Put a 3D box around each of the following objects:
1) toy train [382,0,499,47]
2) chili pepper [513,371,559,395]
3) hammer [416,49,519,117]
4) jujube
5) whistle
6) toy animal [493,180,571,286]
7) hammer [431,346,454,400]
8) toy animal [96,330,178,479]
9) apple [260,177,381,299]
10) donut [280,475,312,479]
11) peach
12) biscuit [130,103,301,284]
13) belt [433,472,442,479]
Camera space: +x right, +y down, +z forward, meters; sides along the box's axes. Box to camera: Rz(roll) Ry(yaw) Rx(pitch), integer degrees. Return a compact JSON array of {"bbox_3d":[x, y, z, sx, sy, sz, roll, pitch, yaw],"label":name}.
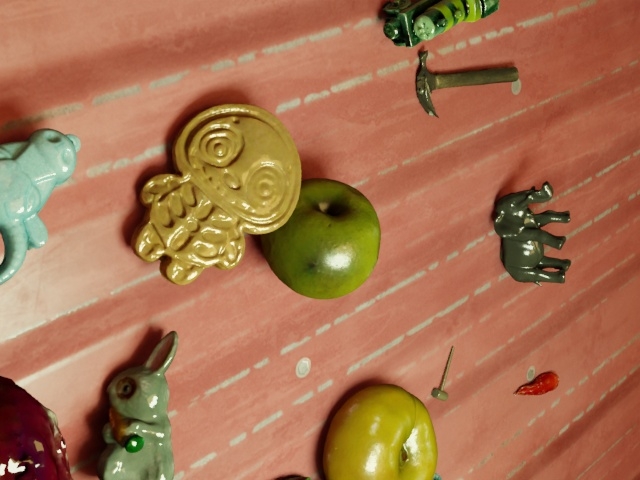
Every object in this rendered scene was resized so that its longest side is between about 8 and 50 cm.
[{"bbox_3d":[0.199,-0.391,1.628,0.200,0.132,0.083,-40,125,-34],"label":"toy train"},{"bbox_3d":[0.500,0.332,2.190,0.178,0.027,0.045,-4,104,-43],"label":"chili pepper"},{"bbox_3d":[0.282,-0.306,1.811,0.297,0.027,0.125,-16,111,-43],"label":"hammer"},{"bbox_3d":[-0.395,0.354,1.131,0.258,0.258,0.376,-27,117,-38],"label":"jujube"},{"bbox_3d":[-0.398,-0.050,1.142,0.274,0.093,0.186,-41,100,-28],"label":"whistle"},{"bbox_3d":[0.429,-0.009,1.948,0.114,0.146,0.245,-36,129,-57],"label":"toy animal"},{"bbox_3d":[0.254,0.268,1.933,0.035,0.019,0.110,26,79,-46],"label":"hammer"},{"bbox_3d":[-0.259,0.250,1.366,0.108,0.138,0.236,2,72,-8],"label":"toy animal"},{"bbox_3d":[0.000,0.000,1.490,0.196,0.196,0.157,-29,139,-37],"label":"apple"},{"bbox_3d":[-0.044,0.516,1.636,0.230,0.096,0.216,18,87,-46],"label":"donut"},{"bbox_3d":[0.110,0.381,1.730,0.251,0.153,0.251,7,82,-55],"label":"peach"},{"bbox_3d":[-0.147,-0.069,1.369,0.202,0.044,0.288,46,69,-11],"label":"biscuit"},{"bbox_3d":[0.186,0.559,1.807,0.302,0.087,0.072,-75,146,-48],"label":"belt"}]
